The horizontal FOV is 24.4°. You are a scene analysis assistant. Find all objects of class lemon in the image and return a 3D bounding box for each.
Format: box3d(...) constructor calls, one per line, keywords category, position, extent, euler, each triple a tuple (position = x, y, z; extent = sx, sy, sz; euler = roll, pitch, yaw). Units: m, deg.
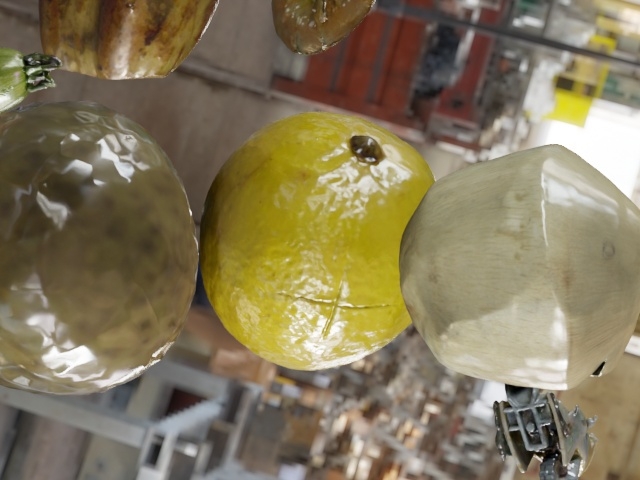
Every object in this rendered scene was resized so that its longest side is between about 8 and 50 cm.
box3d(category="lemon", position=(0.000, 0.000, 1.690), extent=(0.297, 0.297, 0.297), euler=(17, 90, -81))

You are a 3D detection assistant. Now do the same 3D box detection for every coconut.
box3d(category="coconut", position=(0.182, 0.027, 1.252), extent=(0.224, 0.224, 0.224), euler=(17, 90, -81))

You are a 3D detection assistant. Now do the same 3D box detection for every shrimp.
box3d(category="shrimp", position=(0.040, -0.301, 1.615), extent=(0.061, 0.267, 0.145), euler=(24, 43, -42))

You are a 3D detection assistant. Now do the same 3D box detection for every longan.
box3d(category="longan", position=(-0.344, 0.009, 1.913), extent=(0.391, 0.391, 0.391), euler=(17, 90, -81))

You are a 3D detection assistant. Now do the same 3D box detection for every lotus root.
box3d(category="lotus root", position=(-0.175, -0.300, 1.523), extent=(0.193, 0.193, 0.291), euler=(-24, 134, -78))

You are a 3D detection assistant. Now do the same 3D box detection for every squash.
box3d(category="squash", position=(-0.380, -0.110, 1.402), extent=(0.071, 0.318, 0.080), euler=(44, 23, -39))

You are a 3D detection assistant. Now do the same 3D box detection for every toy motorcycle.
box3d(category="toy motorcycle", position=(0.258, 0.199, 1.717), extent=(0.129, 0.094, 0.229), euler=(-26, 99, -57))
